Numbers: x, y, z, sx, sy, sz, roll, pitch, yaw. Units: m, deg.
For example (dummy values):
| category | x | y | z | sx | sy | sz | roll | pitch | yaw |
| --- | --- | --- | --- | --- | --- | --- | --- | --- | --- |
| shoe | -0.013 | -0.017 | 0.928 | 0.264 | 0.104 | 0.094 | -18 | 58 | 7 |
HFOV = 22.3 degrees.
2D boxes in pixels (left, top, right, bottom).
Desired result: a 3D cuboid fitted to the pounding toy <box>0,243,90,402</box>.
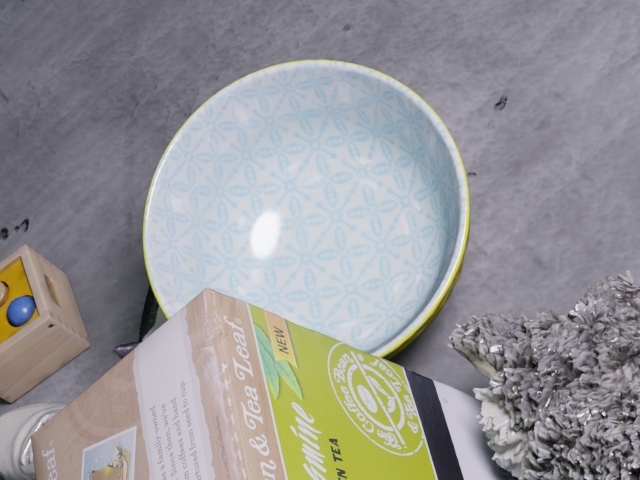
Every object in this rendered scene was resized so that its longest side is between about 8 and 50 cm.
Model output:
| category | x | y | z | sx | sy | sz | roll | pitch | yaw |
| --- | --- | --- | --- | --- | --- | --- | --- | --- | --- |
| pounding toy | -0.335 | 0.075 | 1.687 | 0.130 | 0.100 | 0.141 | -36 | 49 | 10 |

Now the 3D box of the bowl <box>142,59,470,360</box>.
| category | x | y | z | sx | sy | sz | roll | pitch | yaw |
| --- | --- | --- | --- | --- | --- | --- | --- | --- | --- |
| bowl | 0.000 | 0.000 | 1.450 | 0.289 | 0.156 | 0.289 | -4 | 73 | 12 |

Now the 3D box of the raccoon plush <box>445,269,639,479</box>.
| category | x | y | z | sx | sy | sz | roll | pitch | yaw |
| --- | --- | --- | --- | --- | --- | --- | --- | --- | --- |
| raccoon plush | 0.253 | 0.099 | 1.110 | 0.446 | 0.216 | 0.299 | 123 | 136 | -52 |

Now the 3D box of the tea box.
| category | x | y | z | sx | sy | sz | roll | pitch | yaw |
| --- | --- | --- | --- | --- | --- | --- | --- | --- | --- |
| tea box | -0.009 | 0.262 | 1.175 | 0.220 | 0.323 | 0.329 | -40 | 46 | 28 |

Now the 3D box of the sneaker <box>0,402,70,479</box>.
| category | x | y | z | sx | sy | sz | roll | pitch | yaw |
| --- | --- | --- | --- | --- | --- | --- | --- | --- | --- |
| sneaker | -0.223 | 0.199 | 1.525 | 0.292 | 0.118 | 0.110 | 7 | 68 | 38 |

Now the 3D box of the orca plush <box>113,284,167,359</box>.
| category | x | y | z | sx | sy | sz | roll | pitch | yaw |
| --- | --- | --- | --- | --- | --- | --- | --- | --- | --- |
| orca plush | -0.084 | 0.018 | 1.589 | 0.151 | 0.102 | 0.287 | 25 | 87 | -4 |
